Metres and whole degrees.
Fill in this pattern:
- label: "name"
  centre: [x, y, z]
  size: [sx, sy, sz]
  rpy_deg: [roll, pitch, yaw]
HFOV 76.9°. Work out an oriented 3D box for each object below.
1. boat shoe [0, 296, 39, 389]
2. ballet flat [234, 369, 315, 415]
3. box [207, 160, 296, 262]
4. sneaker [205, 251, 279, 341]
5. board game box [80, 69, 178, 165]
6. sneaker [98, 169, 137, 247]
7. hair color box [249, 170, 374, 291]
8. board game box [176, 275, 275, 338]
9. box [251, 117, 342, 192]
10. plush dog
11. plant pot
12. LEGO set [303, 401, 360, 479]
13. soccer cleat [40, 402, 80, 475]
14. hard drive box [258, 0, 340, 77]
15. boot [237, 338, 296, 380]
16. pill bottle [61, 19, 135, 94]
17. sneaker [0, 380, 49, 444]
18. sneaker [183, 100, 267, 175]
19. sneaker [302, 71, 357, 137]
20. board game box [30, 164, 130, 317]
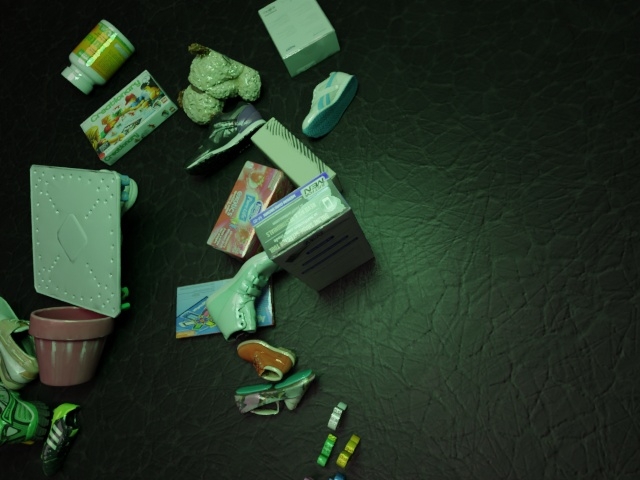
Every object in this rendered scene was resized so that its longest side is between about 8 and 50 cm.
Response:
- label: "boat shoe"
  centre: [-0.914, 0.283, 1.205]
  size: [0.103, 0.113, 0.302]
  rpy_deg: [-35, 78, 0]
- label: "ballet flat"
  centre: [-0.104, 0.378, 0.981]
  size: [0.221, 0.077, 0.079]
  rpy_deg: [-20, 87, 13]
- label: "box"
  centre: [-0.182, -0.068, 1.107]
  size: [0.122, 0.128, 0.257]
  rpy_deg: [20, 78, 20]
- label: "sneaker"
  centre: [-0.164, 0.145, 1.022]
  size: [0.256, 0.094, 0.151]
  rpy_deg: [-42, 61, 9]
- label: "board game box"
  centre: [-0.660, -0.424, 1.386]
  size: [0.305, 0.053, 0.193]
  rpy_deg: [-40, 67, 0]
- label: "sneaker"
  centre: [-0.671, -0.071, 1.224]
  size: [0.114, 0.152, 0.305]
  rpy_deg: [6, 76, 14]
- label: "hair color box"
  centre: [0.000, 0.000, 0.922]
  size: [0.185, 0.339, 0.110]
  rpy_deg: [-32, 68, 3]
- label: "board game box"
  centre: [-0.263, 0.179, 1.104]
  size: [0.281, 0.027, 0.145]
  rpy_deg: [-10, 69, 12]
- label: "box"
  centre: [-0.068, -0.215, 1.133]
  size: [0.094, 0.113, 0.275]
  rpy_deg: [-44, 69, -3]
- label: "plush dog"
  centre: [-0.350, -0.473, 1.265]
  size: [0.262, 0.210, 0.226]
  rpy_deg: [34, 110, 23]
- label: "plant pot"
  centre: [-0.681, 0.287, 1.103]
  size: [0.201, 0.201, 0.180]
  rpy_deg: [5, 90, 16]
- label: "LEGO set"
  centre: [0.028, 0.489, 0.892]
  size: [0.086, 0.093, 0.227]
  rpy_deg: [20, 79, 19]
- label: "soccer cleat"
  centre: [-0.699, 0.537, 1.089]
  size: [0.072, 0.060, 0.179]
  rpy_deg: [-5, 69, 12]
- label: "hard drive box"
  centre: [-0.070, -0.672, 1.290]
  size: [0.181, 0.089, 0.232]
  rpy_deg: [-26, 68, 6]
- label: "boot"
  centre: [-0.148, 0.298, 0.999]
  size: [0.157, 0.085, 0.059]
  rpy_deg: [9, 117, 19]
- label: "pill bottle"
  centre: [-0.804, -0.652, 1.452]
  size: [0.136, 0.136, 0.246]
  rpy_deg: [38, 85, 22]
- label: "sneaker"
  centre: [-0.914, 0.470, 1.110]
  size: [0.343, 0.146, 0.134]
  rpy_deg: [0, 72, 26]
- label: "sneaker"
  centre: [-0.304, -0.310, 1.221]
  size: [0.283, 0.107, 0.124]
  rpy_deg: [-36, 82, -8]
- label: "sneaker"
  centre: [0.014, -0.400, 1.190]
  size: [0.092, 0.087, 0.229]
  rpy_deg: [29, 75, 28]
- label: "board game box"
  centre: [-0.694, -0.009, 1.160]
  size: [0.389, 0.050, 0.390]
  rpy_deg: [9, 100, 26]
